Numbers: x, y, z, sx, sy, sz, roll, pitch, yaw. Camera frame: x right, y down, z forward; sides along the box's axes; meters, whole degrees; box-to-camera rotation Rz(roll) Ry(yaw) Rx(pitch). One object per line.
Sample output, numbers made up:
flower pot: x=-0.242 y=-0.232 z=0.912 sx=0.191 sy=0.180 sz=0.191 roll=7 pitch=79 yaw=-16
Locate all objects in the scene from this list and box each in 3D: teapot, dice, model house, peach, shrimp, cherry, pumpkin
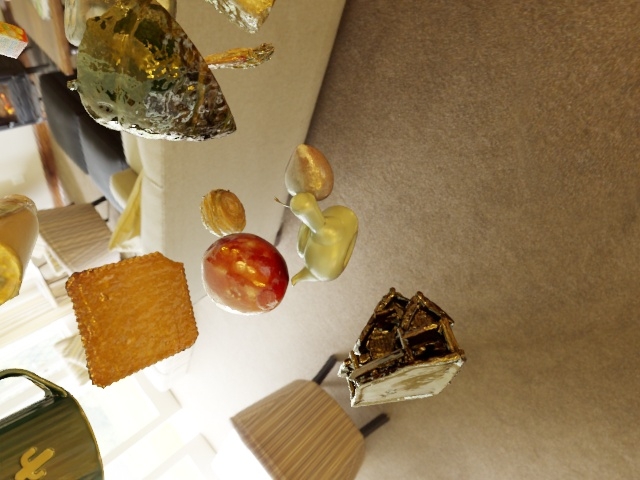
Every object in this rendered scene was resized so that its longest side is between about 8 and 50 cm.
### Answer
teapot: x=0.014 y=-0.030 z=1.070 sx=0.148 sy=0.220 sz=0.319 roll=18 pitch=137 yaw=11
dice: x=-0.411 y=-0.470 z=0.858 sx=0.183 sy=0.182 sz=0.182 roll=32 pitch=114 yaw=46
model house: x=0.197 y=0.260 z=1.138 sx=0.317 sy=0.296 sz=0.283 roll=92 pitch=176 yaw=-50
peach: x=-0.203 y=0.090 z=1.105 sx=0.243 sy=0.200 sz=0.244 roll=6 pitch=130 yaw=8
shrimp: x=-0.228 y=-0.463 z=1.062 sx=0.235 sy=0.133 sz=0.053 roll=1 pitch=111 yaw=17
cherry: x=-0.053 y=-0.165 z=1.027 sx=0.188 sy=0.115 sz=0.148 roll=20 pitch=154 yaw=40
pumpkin: x=-0.227 y=-0.188 z=0.614 sx=0.111 sy=0.163 sz=0.278 roll=41 pitch=168 yaw=15

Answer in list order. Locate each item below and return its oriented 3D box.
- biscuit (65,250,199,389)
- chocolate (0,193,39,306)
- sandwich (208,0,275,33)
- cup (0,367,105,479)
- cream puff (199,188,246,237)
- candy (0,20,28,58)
biscuit: x=-0.364 y=0.147 z=0.841 sx=0.013 sy=0.236 sz=0.232 roll=-1 pitch=103 yaw=40
chocolate: x=-0.696 y=-0.014 z=0.884 sx=0.445 sy=0.162 sz=0.162 roll=40 pitch=144 yaw=57
sandwich: x=-0.123 y=-0.359 z=0.338 sx=0.288 sy=0.255 sz=0.099 roll=27 pitch=-177 yaw=-20
cup: x=-0.332 y=0.227 z=0.424 sx=0.131 sy=0.155 sz=0.177 roll=-17 pitch=90 yaw=41
cream puff: x=-0.355 y=-0.095 z=1.474 sx=0.129 sy=0.189 sz=0.189 roll=-27 pitch=94 yaw=21
candy: x=-0.689 y=-0.428 z=0.864 sx=0.062 sy=0.121 sz=0.038 roll=-25 pitch=80 yaw=28
